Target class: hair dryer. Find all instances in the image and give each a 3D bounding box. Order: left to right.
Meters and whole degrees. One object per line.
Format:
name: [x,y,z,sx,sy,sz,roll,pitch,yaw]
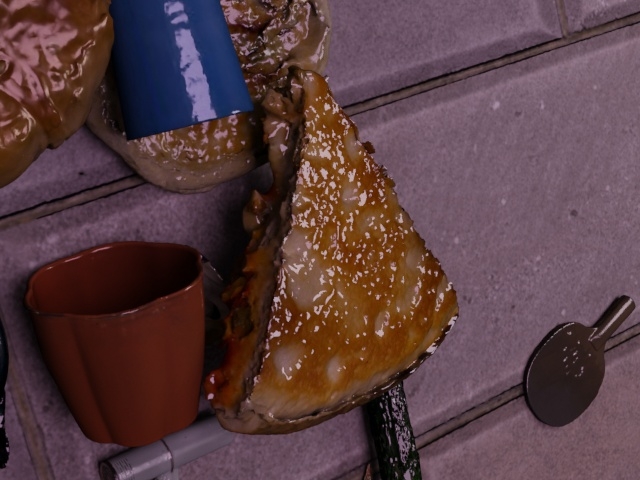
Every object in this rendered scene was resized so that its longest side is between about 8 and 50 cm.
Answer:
hair dryer: [-0.159,0.304,1.423,0.155,0.044,0.183,-20,109,-31]

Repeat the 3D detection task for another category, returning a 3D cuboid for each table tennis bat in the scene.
table tennis bat: [0.373,0.164,1.786,0.234,0.022,0.131,-43,113,-22]

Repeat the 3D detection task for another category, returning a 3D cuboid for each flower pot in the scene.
flower pot: [-0.199,0.112,1.306,0.191,0.191,0.173,-23,115,-31]

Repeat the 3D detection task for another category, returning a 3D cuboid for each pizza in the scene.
pizza: [0.000,0.000,1.440,0.440,0.130,0.405,-20,104,-51]

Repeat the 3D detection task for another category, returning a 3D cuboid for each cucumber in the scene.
cucumber: [0.096,0.260,1.568,0.058,0.058,0.187,-13,94,-33]

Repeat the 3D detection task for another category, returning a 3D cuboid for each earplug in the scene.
earplug: [-0.163,-0.247,1.250,0.132,0.132,0.272,-18,99,-32]

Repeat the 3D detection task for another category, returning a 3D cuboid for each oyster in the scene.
oyster: [-0.137,0.065,1.413,0.146,0.045,0.121,-4,115,-14]

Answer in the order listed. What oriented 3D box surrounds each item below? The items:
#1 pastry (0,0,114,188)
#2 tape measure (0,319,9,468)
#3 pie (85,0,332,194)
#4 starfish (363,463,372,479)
pastry: [-0.350,-0.184,1.176,0.284,0.184,0.315,41,71,-17]
tape measure: [-0.400,0.122,1.193,0.202,0.135,0.222,-5,93,-24]
pie: [-0.131,-0.220,1.388,0.339,0.077,0.339,-2,93,-35]
starfish: [0.063,0.329,1.586,0.092,0.016,0.086,-31,103,-26]
